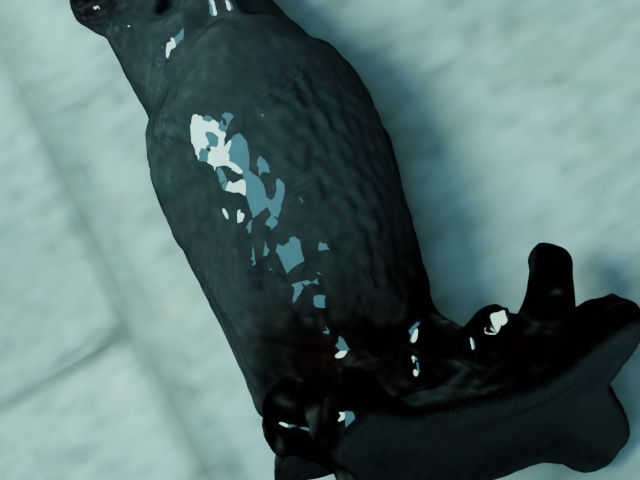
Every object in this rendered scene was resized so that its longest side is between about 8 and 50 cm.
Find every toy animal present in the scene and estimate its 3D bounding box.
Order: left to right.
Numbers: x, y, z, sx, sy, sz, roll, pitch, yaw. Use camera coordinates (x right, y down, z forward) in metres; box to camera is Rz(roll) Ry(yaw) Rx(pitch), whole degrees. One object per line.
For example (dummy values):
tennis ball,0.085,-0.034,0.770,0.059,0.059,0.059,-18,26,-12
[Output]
toy animal,-0.002,-0.001,0.554,0.210,0.121,0.117,56,150,27
